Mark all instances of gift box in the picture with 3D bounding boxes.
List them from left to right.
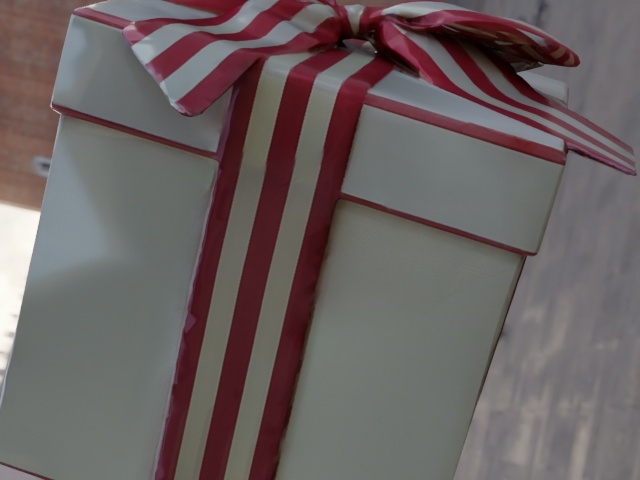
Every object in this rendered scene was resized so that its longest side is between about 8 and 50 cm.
[{"bbox_3d":[0.000,0.000,0.694,0.276,0.255,0.258,-70,-4,-75],"label":"gift box"}]
